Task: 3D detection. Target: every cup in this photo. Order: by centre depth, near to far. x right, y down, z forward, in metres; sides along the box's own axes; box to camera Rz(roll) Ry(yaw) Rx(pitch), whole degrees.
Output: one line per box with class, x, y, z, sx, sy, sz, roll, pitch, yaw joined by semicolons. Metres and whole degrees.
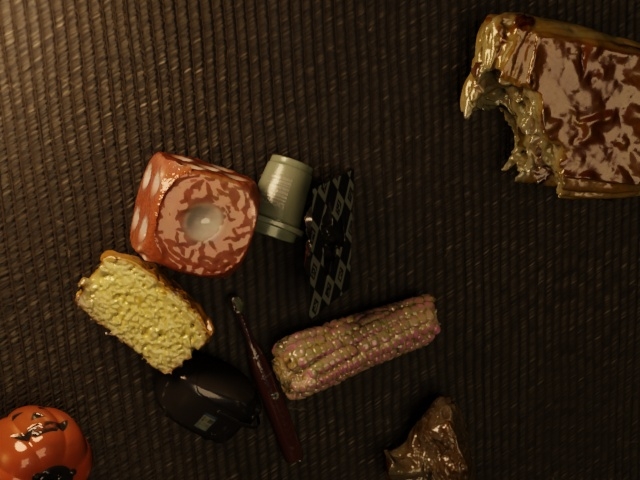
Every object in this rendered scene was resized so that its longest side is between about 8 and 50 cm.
cup;-0.073;-0.074;1.707;0.120;0.120;0.141;17;87;-22

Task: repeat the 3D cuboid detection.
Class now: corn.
corn;0.068;0.191;1.819;0.335;0.127;0.126;-19;109;-17

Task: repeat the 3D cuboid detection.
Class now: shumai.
shumai;0.208;0.415;1.915;0.176;0.166;0.205;-8;106;7

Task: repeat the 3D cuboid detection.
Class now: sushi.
sushi;0.000;0.000;1.727;0.047;0.220;0.231;6;104;19

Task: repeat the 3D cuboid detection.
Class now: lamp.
lamp;-0.488;0.370;1.652;0.188;0.164;0.187;-22;125;-35

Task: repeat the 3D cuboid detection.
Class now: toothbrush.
toothbrush;-0.102;0.259;1.816;0.041;0.041;0.364;-23;110;-12

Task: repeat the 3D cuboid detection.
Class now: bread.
bread;-0.303;0.113;1.657;0.229;0.139;0.143;43;86;-16
bread;0.437;-0.247;1.796;0.370;0.191;0.314;7;107;-8

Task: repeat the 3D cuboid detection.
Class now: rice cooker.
rice cooker;-0.199;0.277;1.735;0.203;0.142;0.118;33;104;-22

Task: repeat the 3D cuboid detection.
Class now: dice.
dice;-0.215;-0.044;1.630;0.175;0.179;0.173;12;98;-26
